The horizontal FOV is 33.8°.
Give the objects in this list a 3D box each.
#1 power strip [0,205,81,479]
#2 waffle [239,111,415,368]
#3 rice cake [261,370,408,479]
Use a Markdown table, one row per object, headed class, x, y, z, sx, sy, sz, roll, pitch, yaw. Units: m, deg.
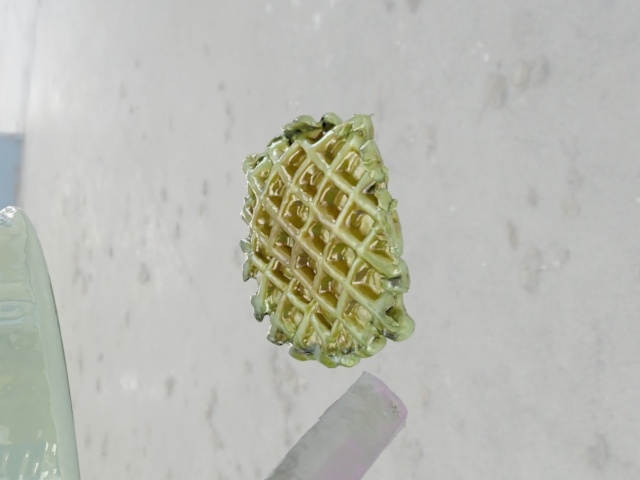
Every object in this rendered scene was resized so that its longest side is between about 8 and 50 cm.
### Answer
| class | x | y | z | sx | sy | sz | roll | pitch | yaw |
| --- | --- | --- | --- | --- | --- | --- | --- | --- | --- |
| power strip | -0.232 | 0.146 | 0.567 | 0.357 | 0.161 | 0.357 | 177 | 90 | -69 |
| waffle | 0.000 | 0.000 | 0.874 | 0.208 | 0.054 | 0.214 | -16 | 80 | 50 |
| rice cake | -0.018 | 0.210 | 0.849 | 0.070 | 0.399 | 0.064 | 38 | 119 | 9 |
